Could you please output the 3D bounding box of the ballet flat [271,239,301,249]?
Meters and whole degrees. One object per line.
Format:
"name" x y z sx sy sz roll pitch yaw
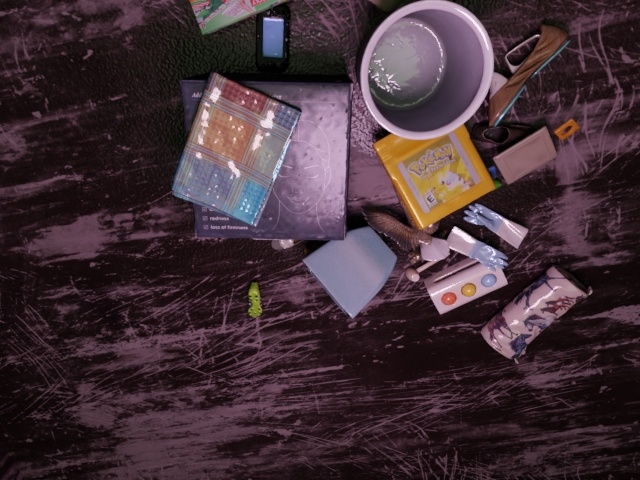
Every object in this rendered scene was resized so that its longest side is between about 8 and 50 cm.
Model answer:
"ballet flat" -0.093 -0.019 1.658 0.213 0.068 0.072 -27 111 12

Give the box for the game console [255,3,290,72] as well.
"game console" -0.128 -0.701 1.368 0.214 0.044 0.360 4 115 -1

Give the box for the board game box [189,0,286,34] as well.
"board game box" -0.243 -0.761 1.302 0.318 0.046 0.213 -13 110 18

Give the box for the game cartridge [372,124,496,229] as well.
"game cartridge" 0.368 -0.241 1.458 0.286 0.052 0.323 -30 97 4

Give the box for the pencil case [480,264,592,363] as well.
"pencil case" 0.828 0.278 1.733 0.184 0.160 0.410 38 109 -7

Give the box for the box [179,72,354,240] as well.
"box" -0.149 -0.271 1.422 0.481 0.297 0.471 2 115 0

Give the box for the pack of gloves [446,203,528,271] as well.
"pack of gloves" 0.595 -0.013 1.610 0.232 0.046 0.195 29 89 9

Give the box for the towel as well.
"towel" -0.241 -0.242 1.260 0.272 0.040 0.370 22 112 -9

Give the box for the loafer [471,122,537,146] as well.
"loafer" 0.623 -0.346 1.501 0.220 0.078 0.080 1 114 0

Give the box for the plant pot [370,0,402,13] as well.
"plant pot" 0.198 -0.804 1.194 0.334 0.333 0.305 32 121 -13

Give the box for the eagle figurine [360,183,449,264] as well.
"eagle figurine" 0.307 -0.057 1.577 0.225 0.226 0.298 -19 119 30

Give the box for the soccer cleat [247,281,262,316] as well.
"soccer cleat" -0.257 0.237 1.781 0.060 0.072 0.178 4 135 -3

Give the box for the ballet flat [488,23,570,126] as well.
"ballet flat" 0.617 -0.526 1.415 0.124 0.116 0.342 40 109 6

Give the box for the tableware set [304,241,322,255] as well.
"tableware set" 0.000 0.000 1.655 0.154 0.024 0.104 -45 150 19

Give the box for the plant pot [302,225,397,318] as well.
"plant pot" 0.115 0.090 1.531 0.252 0.247 0.247 -40 83 -5

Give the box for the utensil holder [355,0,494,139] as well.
"utensil holder" 0.263 -0.484 1.276 0.328 0.385 0.327 0 113 1

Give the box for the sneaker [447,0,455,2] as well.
"sneaker" 0.376 -0.763 1.334 0.082 0.069 0.209 37 122 18

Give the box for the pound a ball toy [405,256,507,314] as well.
"pound a ball toy" 0.508 0.144 1.691 0.319 0.135 0.208 -27 111 11

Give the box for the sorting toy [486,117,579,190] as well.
"sorting toy" 0.683 -0.289 1.506 0.348 0.047 0.196 -32 142 21

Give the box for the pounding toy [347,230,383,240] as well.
"pounding toy" 0.144 0.081 1.699 0.183 0.110 0.236 5 86 7
